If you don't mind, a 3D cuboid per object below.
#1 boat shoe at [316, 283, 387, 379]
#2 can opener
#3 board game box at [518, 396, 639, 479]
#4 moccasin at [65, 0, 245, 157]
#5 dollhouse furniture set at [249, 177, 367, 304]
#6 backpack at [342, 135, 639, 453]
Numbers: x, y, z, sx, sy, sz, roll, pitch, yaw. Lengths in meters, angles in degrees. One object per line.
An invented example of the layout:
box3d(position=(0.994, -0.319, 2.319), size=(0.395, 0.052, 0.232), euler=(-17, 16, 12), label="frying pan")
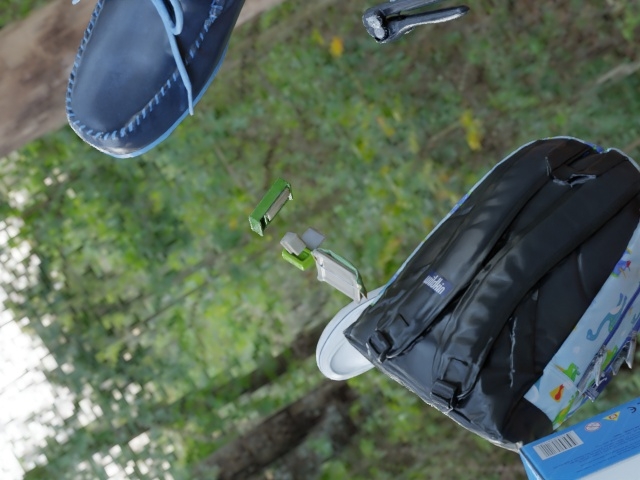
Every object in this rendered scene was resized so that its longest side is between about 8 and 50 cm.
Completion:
box3d(position=(0.104, 0.119, 1.813), size=(0.096, 0.267, 0.088), euler=(51, -163, -22), label="boat shoe")
box3d(position=(0.128, -0.312, 1.773), size=(0.186, 0.073, 0.059), euler=(-10, 114, 53), label="can opener")
box3d(position=(0.370, 0.268, 1.172), size=(0.086, 0.308, 0.302), euler=(-122, 10, -70), label="board game box")
box3d(position=(-0.119, -0.235, 1.056), size=(0.137, 0.342, 0.117), euler=(23, 175, 11), label="moccasin")
box3d(position=(0.000, 0.000, 1.414), size=(0.151, 0.058, 0.076), euler=(32, 162, 18), label="dollhouse furniture set")
box3d(position=(0.250, 0.048, 1.525), size=(0.273, 0.355, 0.290), euler=(27, -178, -45), label="backpack")
